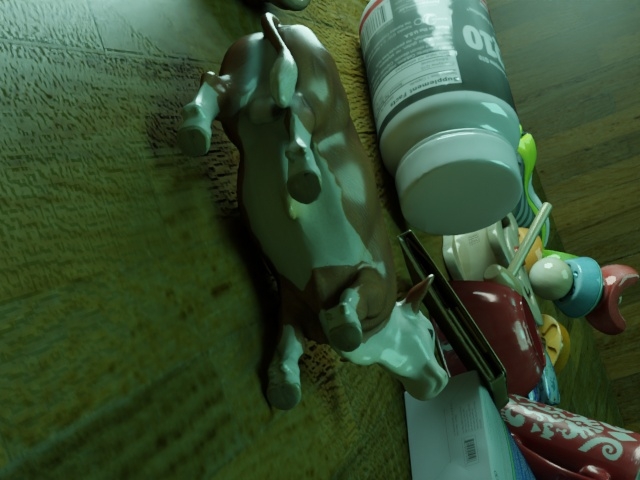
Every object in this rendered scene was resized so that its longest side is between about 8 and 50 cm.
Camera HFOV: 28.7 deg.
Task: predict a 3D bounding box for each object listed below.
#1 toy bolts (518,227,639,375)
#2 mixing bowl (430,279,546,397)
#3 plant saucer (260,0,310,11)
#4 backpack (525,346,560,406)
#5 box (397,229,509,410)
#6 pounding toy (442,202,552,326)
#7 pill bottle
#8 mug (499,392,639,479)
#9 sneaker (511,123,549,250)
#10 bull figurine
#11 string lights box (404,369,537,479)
[{"bbox_3d":[0.314,0.087,1.791,0.158,0.228,0.218,18,80,-29],"label":"toy bolts"},{"bbox_3d":[0.201,0.119,1.451,0.181,0.098,0.181,-19,90,-76],"label":"mixing bowl"},{"bbox_3d":[-0.079,-0.331,1.111,0.278,0.041,0.278,-18,90,-75],"label":"plant saucer"},{"bbox_3d":[0.262,0.184,1.613,0.114,0.084,0.105,38,38,-69],"label":"backpack"},{"bbox_3d":[0.134,0.084,1.245,0.164,0.021,0.201,57,0,18],"label":"box"},{"bbox_3d":[0.257,0.031,1.640,0.154,0.154,0.269,59,19,-25],"label":"pounding toy"},{"bbox_3d":[0.140,-0.157,1.445,0.161,0.161,0.283,52,24,-51],"label":"pill bottle"},{"bbox_3d":[0.258,0.225,1.330,0.113,0.169,0.150,-62,155,-19],"label":"mug"},{"bbox_3d":[0.281,-0.047,1.964,0.121,0.111,0.300,-56,142,-32],"label":"sneaker"},{"bbox_3d":[0.000,0.000,0.867,0.188,0.101,0.310,-65,134,-67],"label":"bull figurine"},{"bbox_3d":[0.165,0.259,1.189,0.133,0.076,0.260,-91,157,-48],"label":"string lights box"}]
